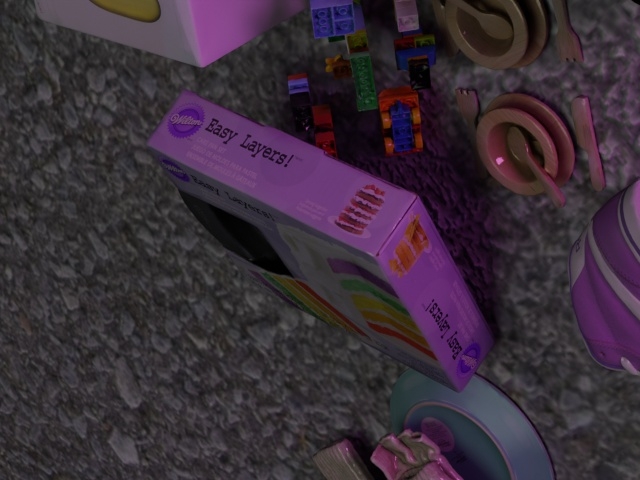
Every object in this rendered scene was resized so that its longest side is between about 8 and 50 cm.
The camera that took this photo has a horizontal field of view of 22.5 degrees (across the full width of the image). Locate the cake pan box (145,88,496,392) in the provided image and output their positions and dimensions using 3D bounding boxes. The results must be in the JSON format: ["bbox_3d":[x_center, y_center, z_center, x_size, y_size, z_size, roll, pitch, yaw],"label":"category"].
[{"bbox_3d":[0.000,0.000,1.353,0.267,0.070,0.246,27,161,32],"label":"cake pan box"}]

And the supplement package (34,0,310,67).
[{"bbox_3d":[-0.129,-0.270,1.289,0.203,0.149,0.194,20,132,38],"label":"supplement package"}]

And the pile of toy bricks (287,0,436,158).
[{"bbox_3d":[0.028,-0.160,1.261,0.212,0.118,0.105,81,-179,-53],"label":"pile of toy bricks"}]

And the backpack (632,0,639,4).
[{"bbox_3d":[0.206,-0.213,0.974,0.173,0.158,0.117,38,124,-1],"label":"backpack"}]

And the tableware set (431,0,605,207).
[{"bbox_3d":[0.138,-0.116,1.214,0.128,0.039,0.194,9,124,44],"label":"tableware set"}]

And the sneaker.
[{"bbox_3d":[0.289,0.092,1.179,0.282,0.102,0.161,58,148,12],"label":"sneaker"}]

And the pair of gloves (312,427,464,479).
[{"bbox_3d":[0.094,0.274,1.542,0.204,0.042,0.240,54,151,-8],"label":"pair of gloves"}]

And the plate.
[{"bbox_3d":[0.133,0.197,1.484,0.188,0.024,0.188,29,138,30],"label":"plate"}]
